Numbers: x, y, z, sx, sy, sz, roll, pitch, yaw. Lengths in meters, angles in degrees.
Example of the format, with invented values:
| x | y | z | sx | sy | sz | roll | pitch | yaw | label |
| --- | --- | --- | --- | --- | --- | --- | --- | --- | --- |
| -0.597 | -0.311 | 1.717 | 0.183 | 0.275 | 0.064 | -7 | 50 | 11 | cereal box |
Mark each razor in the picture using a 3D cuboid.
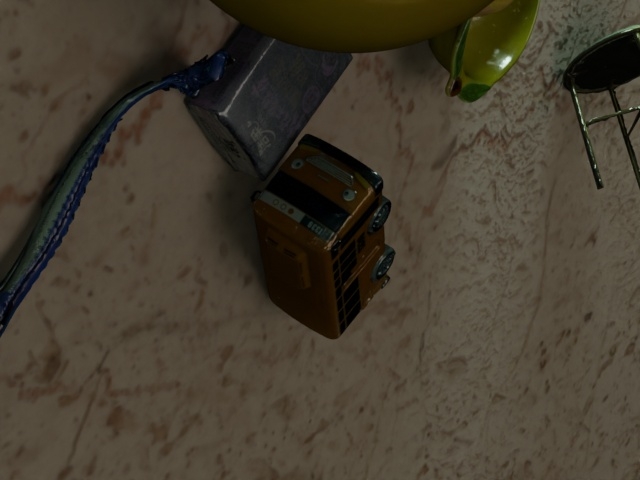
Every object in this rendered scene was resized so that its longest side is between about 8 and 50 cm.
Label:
| x | y | z | sx | sy | sz | roll | pitch | yaw | label |
| --- | --- | --- | --- | --- | --- | --- | --- | --- | --- |
| -0.196 | -0.040 | 1.342 | 0.056 | 0.093 | 0.324 | 41 | 74 | -12 | razor |

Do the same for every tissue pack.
| x | y | z | sx | sy | sz | roll | pitch | yaw | label |
| --- | --- | --- | --- | --- | --- | --- | --- | --- | --- |
| -0.045 | -0.147 | 1.486 | 0.156 | 0.051 | 0.112 | -56 | 141 | -17 | tissue pack |

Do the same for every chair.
| x | y | z | sx | sy | sz | roll | pitch | yaw | label |
| --- | --- | --- | --- | --- | --- | --- | --- | --- | --- |
| 0.370 | -0.222 | 1.947 | 0.160 | 0.170 | 0.326 | 10 | 56 | -51 | chair |

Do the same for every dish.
| x | y | z | sx | sy | sz | roll | pitch | yaw | label |
| --- | --- | --- | --- | --- | --- | --- | --- | --- | --- |
| 0.157 | -0.236 | 1.689 | 0.208 | 0.080 | 0.149 | -53 | 147 | -23 | dish |

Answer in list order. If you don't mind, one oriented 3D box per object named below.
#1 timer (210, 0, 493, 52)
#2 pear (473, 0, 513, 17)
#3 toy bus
| x | y | z | sx | sy | sz | roll | pitch | yaw | label |
| --- | --- | --- | --- | --- | --- | --- | --- | --- | --- |
| 0.013 | -0.328 | 1.260 | 0.376 | 0.387 | 0.376 | -5 | 120 | -9 | timer |
| 0.128 | -0.299 | 1.541 | 0.178 | 0.178 | 0.178 | -30 | 130 | -43 | pear |
| 0.000 | 0.000 | 1.548 | 0.114 | 0.098 | 0.201 | -50 | 159 | -21 | toy bus |
